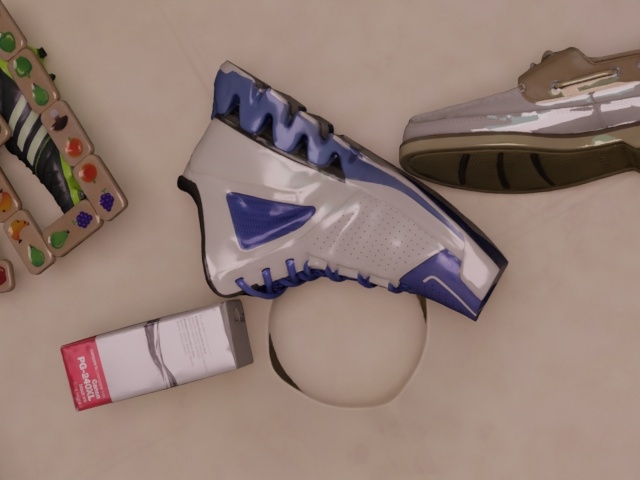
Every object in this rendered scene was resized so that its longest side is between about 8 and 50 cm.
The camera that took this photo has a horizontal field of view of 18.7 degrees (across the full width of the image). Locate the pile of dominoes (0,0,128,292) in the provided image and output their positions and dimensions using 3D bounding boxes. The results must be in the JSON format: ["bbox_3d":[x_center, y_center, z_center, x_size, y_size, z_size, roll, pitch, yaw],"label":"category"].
[{"bbox_3d":[-0.312,-0.078,1.737,0.196,0.040,0.251,-38,77,19],"label":"pile of dominoes"}]

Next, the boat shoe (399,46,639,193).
[{"bbox_3d":[0.218,-0.110,1.696,0.302,0.113,0.103,-4,70,7],"label":"boat shoe"}]

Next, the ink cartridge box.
[{"bbox_3d":[-0.142,0.101,1.726,0.151,0.109,0.063,-14,88,6],"label":"ink cartridge box"}]

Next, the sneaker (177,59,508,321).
[{"bbox_3d":[-0.001,-0.001,1.713,0.315,0.127,0.182,35,98,11],"label":"sneaker"}]

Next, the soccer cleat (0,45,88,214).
[{"bbox_3d":[-0.258,-0.092,1.767,0.072,0.060,0.178,-25,85,20],"label":"soccer cleat"}]
